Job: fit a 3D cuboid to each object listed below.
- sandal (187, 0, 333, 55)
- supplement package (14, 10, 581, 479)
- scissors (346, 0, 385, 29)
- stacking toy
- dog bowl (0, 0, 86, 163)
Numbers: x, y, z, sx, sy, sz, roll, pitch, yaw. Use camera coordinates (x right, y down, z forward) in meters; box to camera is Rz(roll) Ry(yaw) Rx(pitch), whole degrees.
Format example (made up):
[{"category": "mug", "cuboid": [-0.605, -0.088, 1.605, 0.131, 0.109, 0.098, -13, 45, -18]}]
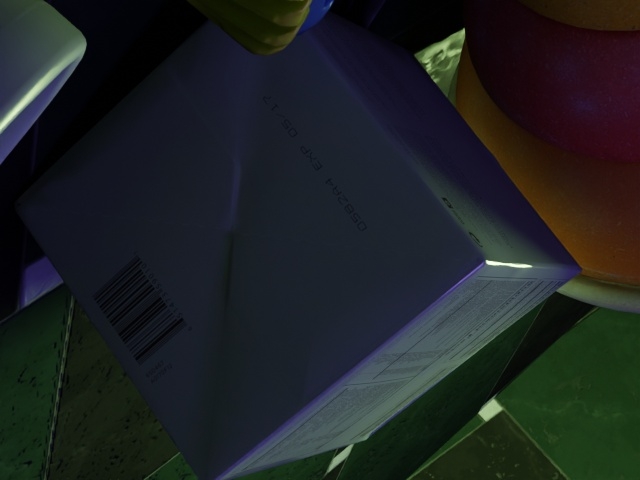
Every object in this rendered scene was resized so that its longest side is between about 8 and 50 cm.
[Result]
[{"category": "sandal", "cuboid": [-0.010, -0.202, 0.605, 0.138, 0.126, 0.317, -43, 164, -27]}, {"category": "supplement package", "cuboid": [0.000, 0.000, 0.882, 0.198, 0.199, 0.262, -40, 165, 15]}, {"category": "scissors", "cuboid": [0.051, -0.199, 0.886, 0.021, 0.109, 0.297, -51, -168, -34]}, {"category": "stacking toy", "cuboid": [0.207, -0.197, 0.933, 0.350, 0.350, 0.480, -44, 147, -9]}, {"category": "dog bowl", "cuboid": [-0.196, 0.004, 0.457, 0.265, 0.104, 0.265, -48, -170, 11]}]
